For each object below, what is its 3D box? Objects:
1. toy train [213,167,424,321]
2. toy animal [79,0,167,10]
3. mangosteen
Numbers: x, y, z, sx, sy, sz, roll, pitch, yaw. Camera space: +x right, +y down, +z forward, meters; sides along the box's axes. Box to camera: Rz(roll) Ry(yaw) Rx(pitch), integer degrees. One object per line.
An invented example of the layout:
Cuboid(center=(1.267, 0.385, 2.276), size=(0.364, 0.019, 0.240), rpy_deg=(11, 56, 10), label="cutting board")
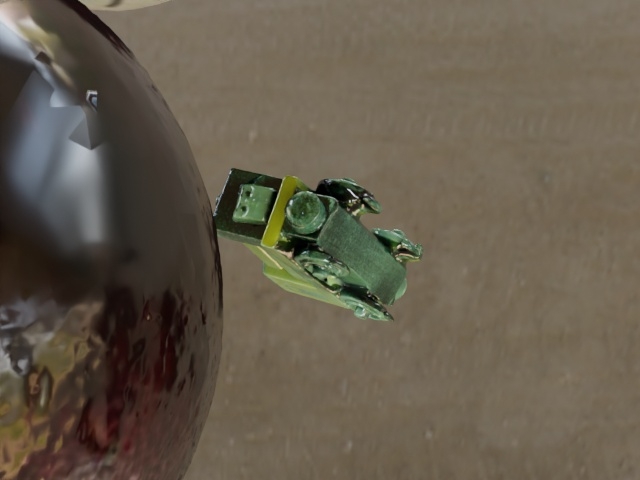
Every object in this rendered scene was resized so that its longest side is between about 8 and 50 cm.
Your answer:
Cuboid(center=(0.000, 0.000, 0.887), size=(0.081, 0.122, 0.050), rpy_deg=(16, 77, 29), label="toy train")
Cuboid(center=(-0.141, -0.229, 0.920), size=(0.212, 0.212, 0.267), rpy_deg=(-23, 51, -20), label="toy animal")
Cuboid(center=(-0.193, 0.045, 0.606), size=(0.307, 0.307, 0.347), rpy_deg=(25, 98, 15), label="mangosteen")
